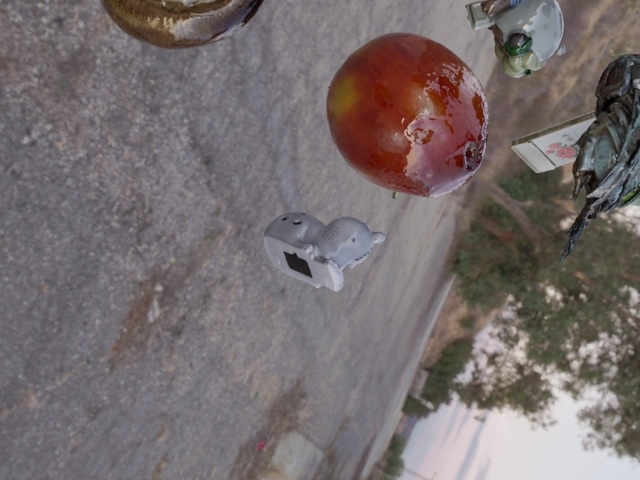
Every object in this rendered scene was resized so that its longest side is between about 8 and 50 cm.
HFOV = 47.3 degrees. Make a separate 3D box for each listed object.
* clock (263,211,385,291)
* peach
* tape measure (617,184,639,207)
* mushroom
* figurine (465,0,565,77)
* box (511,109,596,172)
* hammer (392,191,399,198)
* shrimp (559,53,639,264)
[{"bbox_3d":[0.000,0.001,1.081,0.117,0.176,0.080,-38,129,-29],"label":"clock"},{"bbox_3d":[0.143,-0.187,1.138,0.238,0.281,0.281,-41,170,-1],"label":"peach"},{"bbox_3d":[0.555,-0.130,1.221,0.106,0.175,0.200,-89,-176,-49],"label":"tape measure"},{"bbox_3d":[-0.155,-0.328,0.872,0.231,0.194,0.138,-51,-171,-6],"label":"mushroom"},{"bbox_3d":[0.226,-0.277,0.864,0.197,0.093,0.147,43,36,-40],"label":"figurine"},{"bbox_3d":[0.517,-0.205,1.534,0.198,0.109,0.029,-18,-131,41],"label":"box"},{"bbox_3d":[0.155,-0.170,1.354,0.060,0.028,0.195,3,109,-33],"label":"hammer"},{"bbox_3d":[0.265,-0.076,0.664,0.233,0.079,0.090,-60,175,-17],"label":"shrimp"}]
